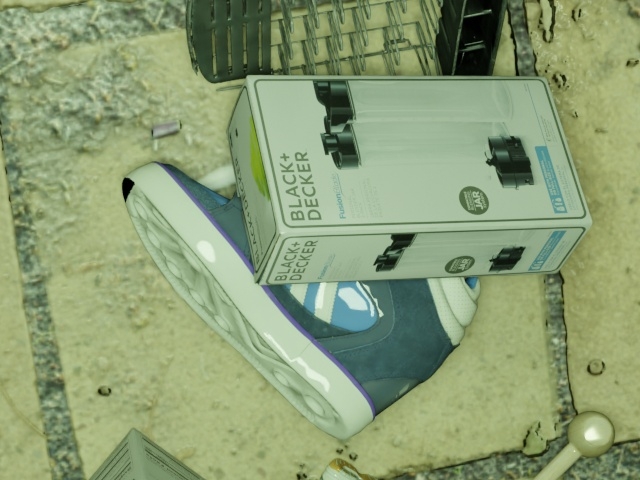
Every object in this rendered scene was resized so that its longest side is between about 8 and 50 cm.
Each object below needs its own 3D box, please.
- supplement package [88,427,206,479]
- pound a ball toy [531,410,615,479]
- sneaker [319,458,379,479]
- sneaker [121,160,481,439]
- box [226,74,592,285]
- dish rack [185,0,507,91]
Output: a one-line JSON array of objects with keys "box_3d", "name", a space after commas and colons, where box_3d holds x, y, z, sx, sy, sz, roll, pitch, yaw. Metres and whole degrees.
[{"box_3d": [-0.135, 0.349, 1.526, 0.262, 0.145, 0.204, 39, 94, -16], "name": "supplement package"}, {"box_3d": [0.231, 0.346, 1.620, 0.319, 0.136, 0.208, -45, 82, 2], "name": "pound a ball toy"}, {"box_3d": [0.036, 0.249, 1.597, 0.083, 0.032, 0.037, 35, 109, -12], "name": "sneaker"}, {"box_3d": [0.000, 0.000, 1.495, 0.236, 0.130, 0.323, -43, 89, -22], "name": "sneaker"}, {"box_3d": [0.075, -0.055, 1.423, 0.290, 0.087, 0.169, -1, 59, -18], "name": "box"}, {"box_3d": [0.020, -0.192, 1.402, 0.272, 0.074, 0.208, -10, 149, -8], "name": "dish rack"}]
